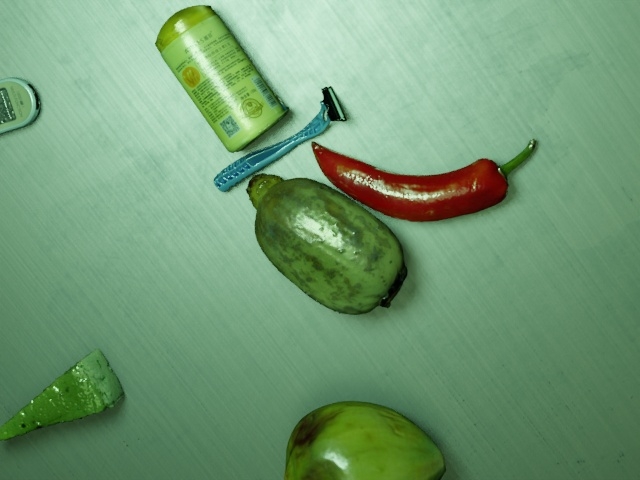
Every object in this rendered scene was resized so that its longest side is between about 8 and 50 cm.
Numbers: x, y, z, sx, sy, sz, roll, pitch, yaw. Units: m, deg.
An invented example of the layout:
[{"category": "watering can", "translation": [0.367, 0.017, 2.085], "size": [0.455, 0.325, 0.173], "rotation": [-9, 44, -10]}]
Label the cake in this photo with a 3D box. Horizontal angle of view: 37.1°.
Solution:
[{"category": "cake", "translation": [-0.481, 0.275, 1.684], "size": [0.235, 0.100, 0.099], "rotation": [-18, 97, 8]}]

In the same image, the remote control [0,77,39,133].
[{"category": "remote control", "translation": [-0.593, -0.212, 1.627], "size": [0.244, 0.047, 0.087], "rotation": [-15, 96, 9]}]

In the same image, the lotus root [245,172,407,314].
[{"category": "lotus root", "translation": [0.000, 0.000, 1.565], "size": [0.309, 0.173, 0.173], "rotation": [35, 102, 6]}]

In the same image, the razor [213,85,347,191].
[{"category": "razor", "translation": [-0.070, -0.156, 1.591], "size": [0.253, 0.042, 0.082], "rotation": [-32, 54, 11]}]

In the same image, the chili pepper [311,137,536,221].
[{"category": "chili pepper", "translation": [0.167, -0.099, 1.558], "size": [0.368, 0.092, 0.137], "rotation": [0, 90, 3]}]

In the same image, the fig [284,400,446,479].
[{"category": "fig", "translation": [0.074, 0.389, 1.592], "size": [0.271, 0.239, 0.239], "rotation": [-1, 101, -7]}]

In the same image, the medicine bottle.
[{"category": "medicine bottle", "translation": [-0.165, -0.266, 1.541], "size": [0.124, 0.124, 0.239], "rotation": [-35, 95, 11]}]
